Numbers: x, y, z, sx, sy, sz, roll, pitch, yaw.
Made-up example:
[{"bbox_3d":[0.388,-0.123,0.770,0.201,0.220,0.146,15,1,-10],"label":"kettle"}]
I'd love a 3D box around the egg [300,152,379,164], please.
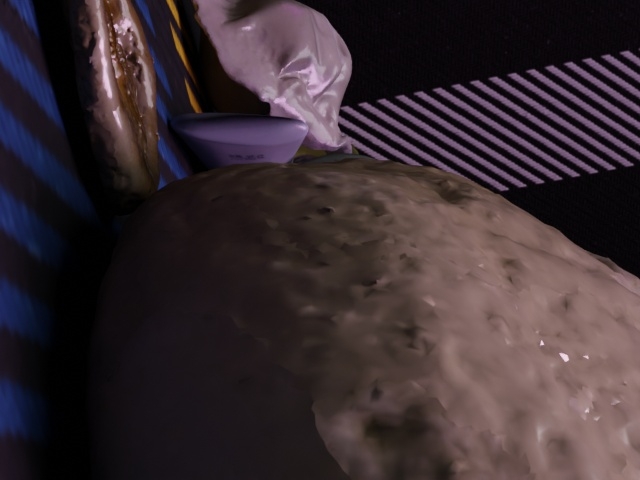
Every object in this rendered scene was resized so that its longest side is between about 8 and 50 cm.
[{"bbox_3d":[0.013,0.034,0.844,0.149,0.149,0.192,76,13,-58],"label":"egg"}]

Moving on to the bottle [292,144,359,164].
[{"bbox_3d":[0.000,0.000,1.272,0.260,0.112,0.112,76,3,-62],"label":"bottle"}]

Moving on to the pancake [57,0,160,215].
[{"bbox_3d":[-0.086,-0.079,0.528,0.139,0.022,0.139,-11,90,-89],"label":"pancake"}]

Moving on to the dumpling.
[{"bbox_3d":[-0.026,-0.119,0.978,0.188,0.108,0.127,43,6,-47],"label":"dumpling"}]

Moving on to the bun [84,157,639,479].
[{"bbox_3d":[0.055,0.126,0.497,0.352,0.227,0.349,-101,177,-67],"label":"bun"}]

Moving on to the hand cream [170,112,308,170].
[{"bbox_3d":[-0.049,-0.057,0.875,0.255,0.079,0.048,101,-14,-86],"label":"hand cream"}]
